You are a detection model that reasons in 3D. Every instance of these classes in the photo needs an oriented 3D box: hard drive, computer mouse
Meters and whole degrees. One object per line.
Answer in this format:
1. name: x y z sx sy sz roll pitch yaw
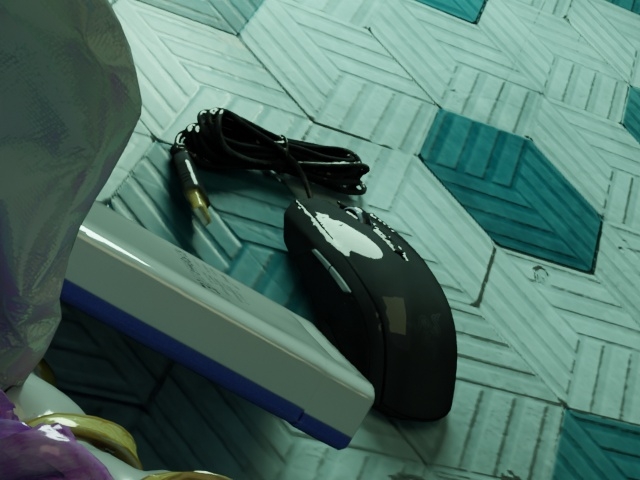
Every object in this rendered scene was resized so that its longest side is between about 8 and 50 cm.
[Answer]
1. hard drive: -0.133 0.002 0.882 0.319 0.040 0.210 30 1 -13
2. computer mouse: 0.000 0.000 1.086 0.184 0.060 0.262 14 39 -34

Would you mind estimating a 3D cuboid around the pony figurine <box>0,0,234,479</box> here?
1. pony figurine: -0.166 0.041 0.610 0.351 0.303 0.363 42 -16 -29
